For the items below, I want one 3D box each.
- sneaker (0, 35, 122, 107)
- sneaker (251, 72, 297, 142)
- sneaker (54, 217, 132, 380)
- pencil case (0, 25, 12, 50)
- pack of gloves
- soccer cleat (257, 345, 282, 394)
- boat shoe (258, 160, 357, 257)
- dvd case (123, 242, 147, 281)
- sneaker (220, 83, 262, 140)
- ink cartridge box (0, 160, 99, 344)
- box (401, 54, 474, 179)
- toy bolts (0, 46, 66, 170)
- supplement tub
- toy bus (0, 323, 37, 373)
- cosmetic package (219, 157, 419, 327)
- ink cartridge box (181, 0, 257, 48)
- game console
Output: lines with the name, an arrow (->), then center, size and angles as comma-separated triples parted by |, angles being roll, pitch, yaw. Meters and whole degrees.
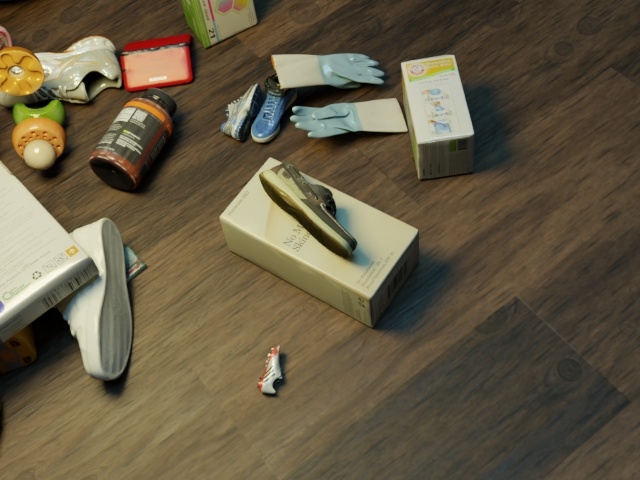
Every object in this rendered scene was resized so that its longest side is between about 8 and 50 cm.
sneaker -> -0.529, -0.321, 1.825 | 0.262, 0.099, 0.121 | -24, 62, -8
sneaker -> -0.094, -0.267, 1.745 | 0.058, 0.084, 0.152 | 22, 62, 19
sneaker -> -0.422, 0.117, 1.538 | 0.169, 0.108, 0.292 | -16, 60, 14
pencil case -> -0.817, -0.465, 1.904 | 0.386, 0.167, 0.160 | 38, 70, 23
pack of gloves -> 0.032, -0.274, 1.743 | 0.232, 0.046, 0.195 | -6, 64, -20
soccer cleat -> -0.075, 0.213, 1.470 | 0.036, 0.029, 0.083 | 18, 64, 7
boat shoe -> -0.011, -0.060, 1.473 | 0.073, 0.080, 0.223 | -41, 58, -13
dvd case -> -0.384, 0.037, 1.624 | 0.119, 0.013, 0.087 | 38, 68, 27
sneaker -> -0.158, -0.260, 1.769 | 0.058, 0.052, 0.135 | 12, 59, 18
ink cartridge box -> -0.580, 0.039, 1.486 | 0.304, 0.072, 0.307 | -39, 60, -17
box -> 0.216, -0.231, 1.669 | 0.103, 0.114, 0.203 | -8, 56, 3
toy bolts -> -0.608, -0.229, 1.690 | 0.229, 0.218, 0.158 | -9, 46, -8
supplement tub -> -0.350, -0.199, 1.718 | 0.106, 0.106, 0.198 | 18, 60, 17
toy bus -> -0.595, 0.069, 1.569 | 0.130, 0.108, 0.332 | -19, 57, -6
cosmetic package -> 0.000, 0.000, 1.548 | 0.309, 0.113, 0.160 | 27, 64, 20
ink cartridge box -> -0.166, -0.545, 1.870 | 0.255, 0.189, 0.097 | -28, 58, -12
game console -> -0.339, -0.374, 1.884 | 0.144, 0.085, 0.124 | -9, 88, 1
